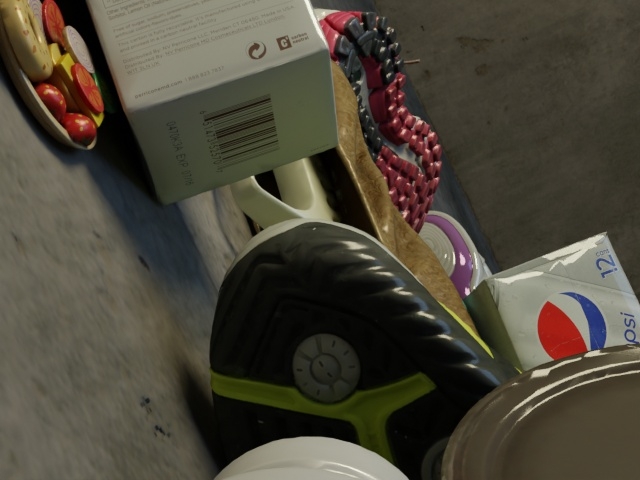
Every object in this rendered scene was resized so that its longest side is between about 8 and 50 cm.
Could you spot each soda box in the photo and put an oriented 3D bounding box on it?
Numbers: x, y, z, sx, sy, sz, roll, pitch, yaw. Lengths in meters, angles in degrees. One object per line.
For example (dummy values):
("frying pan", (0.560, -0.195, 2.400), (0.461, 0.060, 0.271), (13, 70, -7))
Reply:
("soda box", (0.125, 0.093, 0.962), (0.286, 0.091, 0.098), (123, -54, -69))

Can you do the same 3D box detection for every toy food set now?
("toy food set", (-0.123, -0.081, 0.651), (0.083, 0.020, 0.082), (61, 11, -19))

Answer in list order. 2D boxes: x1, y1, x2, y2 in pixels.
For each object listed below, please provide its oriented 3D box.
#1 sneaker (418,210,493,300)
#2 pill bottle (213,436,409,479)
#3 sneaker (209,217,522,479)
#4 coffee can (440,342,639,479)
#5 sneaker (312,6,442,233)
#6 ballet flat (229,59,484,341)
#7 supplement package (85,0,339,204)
("sneaker", (0.166, 0.115, 1.367), (0.152, 0.114, 0.305), (45, 22, -59))
("pill bottle", (-0.011, 0.139, 0.400), (0.124, 0.124, 0.221), (63, 9, -11))
("sneaker", (0.083, 0.138, 0.726), (0.385, 0.145, 0.147), (50, 18, -17))
("coffee can", (0.148, 0.207, 0.560), (0.201, 0.201, 0.275), (-93, -179, -65))
("sneaker", (0.019, -0.081, 1.143), (0.121, 0.112, 0.299), (-58, 148, -28))
("ballet flat", (0.000, 0.000, 0.879), (0.124, 0.116, 0.342), (20, 41, -47))
("supplement package", (-0.069, -0.130, 0.743), (0.105, 0.105, 0.179), (80, -10, -65))
